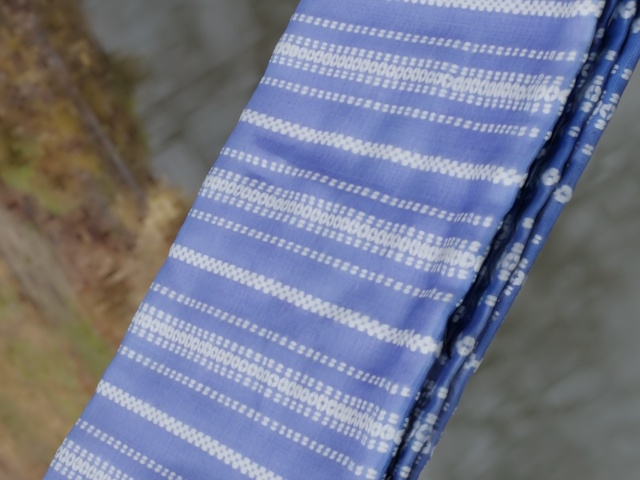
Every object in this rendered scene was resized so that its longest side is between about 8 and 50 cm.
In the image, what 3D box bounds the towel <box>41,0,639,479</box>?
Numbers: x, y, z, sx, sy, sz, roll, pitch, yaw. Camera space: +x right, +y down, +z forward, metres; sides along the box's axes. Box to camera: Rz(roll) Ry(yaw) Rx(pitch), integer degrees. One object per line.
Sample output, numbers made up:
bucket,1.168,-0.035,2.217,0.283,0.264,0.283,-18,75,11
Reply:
towel,0.000,0.000,0.834,0.040,0.336,0.243,32,173,-32
